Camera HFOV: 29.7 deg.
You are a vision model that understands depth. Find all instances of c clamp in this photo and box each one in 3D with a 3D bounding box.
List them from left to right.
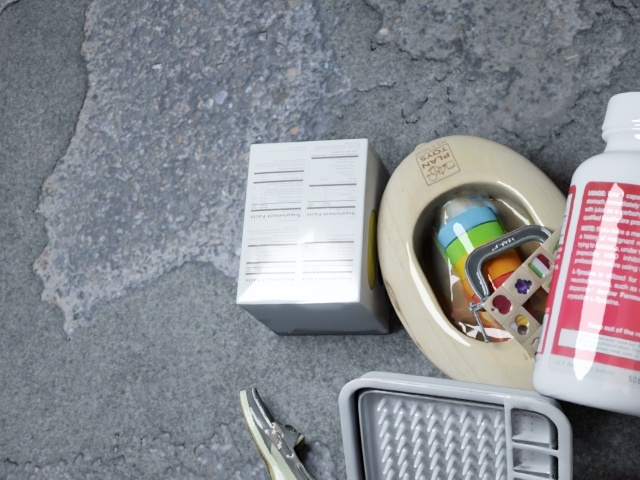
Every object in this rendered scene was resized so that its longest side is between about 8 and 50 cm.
[{"bbox_3d":[0.276,0.054,1.726,0.161,0.022,0.137,-30,61,6],"label":"c clamp"}]

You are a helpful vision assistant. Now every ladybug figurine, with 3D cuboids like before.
[{"bbox_3d":[0.255,0.042,1.834,0.305,0.162,0.449,-25,66,7],"label":"ladybug figurine"}]

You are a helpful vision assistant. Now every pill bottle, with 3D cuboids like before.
[{"bbox_3d":[0.425,0.025,1.579,0.229,0.229,0.407,11,85,21],"label":"pill bottle"}]

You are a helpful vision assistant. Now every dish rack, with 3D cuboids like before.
[{"bbox_3d":[0.200,0.308,1.742,0.333,0.285,0.072,5,33,19],"label":"dish rack"}]

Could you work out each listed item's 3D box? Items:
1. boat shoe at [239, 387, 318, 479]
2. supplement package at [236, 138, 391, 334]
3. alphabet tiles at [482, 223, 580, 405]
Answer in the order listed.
[{"bbox_3d":[-0.056,0.325,1.893,0.073,0.080,0.223,-27,71,1],"label":"boat shoe"},{"bbox_3d":[0.000,0.000,1.916,0.198,0.199,0.262,-2,71,17],"label":"supplement package"},{"bbox_3d":[0.377,0.106,1.690,0.198,0.009,0.237,-44,89,-5],"label":"alphabet tiles"}]
